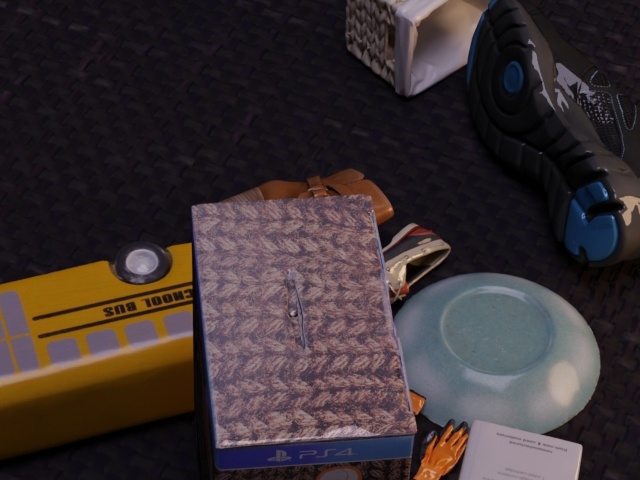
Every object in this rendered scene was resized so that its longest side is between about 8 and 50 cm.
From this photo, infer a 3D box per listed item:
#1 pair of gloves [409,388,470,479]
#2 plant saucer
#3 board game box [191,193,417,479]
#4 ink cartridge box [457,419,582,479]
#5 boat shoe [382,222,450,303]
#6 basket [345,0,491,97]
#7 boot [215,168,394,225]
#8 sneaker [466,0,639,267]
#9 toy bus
[{"bbox_3d":[0.084,0.170,1.658,0.083,0.010,0.074,29,63,24],"label":"pair of gloves"},{"bbox_3d":[0.156,0.091,1.724,0.195,0.037,0.195,2,48,-2],"label":"plant saucer"},{"bbox_3d":[-0.021,0.148,1.491,0.141,0.291,0.232,-4,47,-6],"label":"board game box"},{"bbox_3d":[0.132,0.272,1.477,0.093,0.154,0.212,13,47,7],"label":"ink cartridge box"},{"bbox_3d":[0.067,0.033,1.767,0.043,0.049,0.137,31,49,21],"label":"boat shoe"},{"bbox_3d":[0.113,-0.243,1.976,0.167,0.113,0.103,-35,56,-30],"label":"basket"},{"bbox_3d":[0.000,0.000,1.764,0.152,0.073,0.197,-17,43,-18],"label":"boot"},{"bbox_3d":[0.253,-0.106,1.874,0.140,0.125,0.341,-2,50,-29],"label":"sneaker"},{"bbox_3d":[-0.203,0.096,1.655,0.333,0.108,0.130,-13,51,-15],"label":"toy bus"}]
